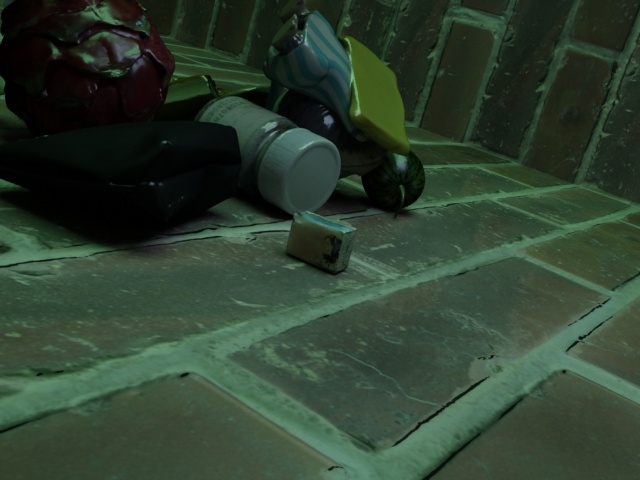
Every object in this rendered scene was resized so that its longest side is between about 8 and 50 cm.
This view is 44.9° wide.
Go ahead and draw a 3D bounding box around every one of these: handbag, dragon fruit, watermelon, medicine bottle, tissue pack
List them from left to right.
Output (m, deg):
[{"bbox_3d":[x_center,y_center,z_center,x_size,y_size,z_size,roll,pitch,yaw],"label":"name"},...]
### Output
[{"bbox_3d":[-0.429,-0.319,1.402,0.329,0.329,0.329,15,16,-5],"label":"dragon fruit"},{"bbox_3d":[-0.301,-0.111,1.161,0.287,0.152,0.342,8,11,12],"label":"handbag"},{"bbox_3d":[-0.108,-0.163,1.465,0.273,0.165,0.165,29,20,35],"label":"medicine bottle"},{"bbox_3d":[0.000,0.000,1.195,0.094,0.074,0.058,20,19,22],"label":"tissue pack"},{"bbox_3d":[0.164,-0.129,1.674,0.140,0.141,0.187,11,24,-18],"label":"watermelon"}]

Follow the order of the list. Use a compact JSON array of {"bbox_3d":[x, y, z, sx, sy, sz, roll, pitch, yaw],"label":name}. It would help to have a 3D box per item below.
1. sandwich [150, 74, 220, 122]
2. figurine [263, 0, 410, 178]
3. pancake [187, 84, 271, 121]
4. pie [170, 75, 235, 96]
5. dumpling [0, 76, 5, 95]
[{"bbox_3d":[-0.329,-0.302,1.762,0.212,0.063,0.245,-12,-9,1],"label":"sandwich"},{"bbox_3d":[-0.054,-0.251,1.597,0.361,0.377,0.266,42,34,-27],"label":"figurine"},{"bbox_3d":[-0.192,-0.284,1.763,0.250,0.031,0.250,-18,-12,-4],"label":"pancake"},{"bbox_3d":[-0.352,-0.359,1.989,0.288,0.103,0.354,18,17,26],"label":"pie"},{"bbox_3d":[-0.694,-0.314,1.448,0.250,0.132,0.162,28,23,33],"label":"dumpling"}]
